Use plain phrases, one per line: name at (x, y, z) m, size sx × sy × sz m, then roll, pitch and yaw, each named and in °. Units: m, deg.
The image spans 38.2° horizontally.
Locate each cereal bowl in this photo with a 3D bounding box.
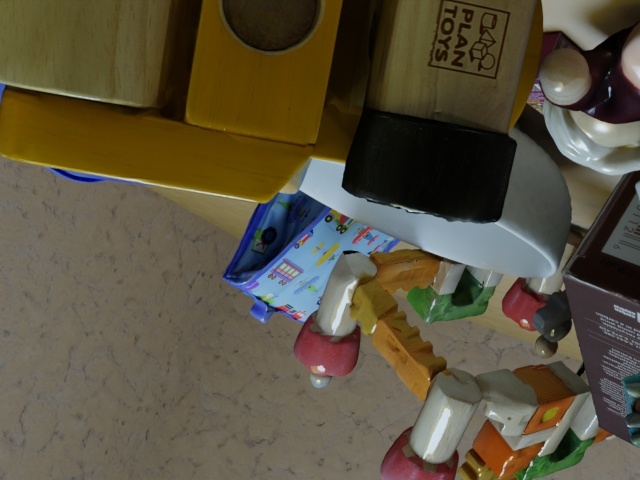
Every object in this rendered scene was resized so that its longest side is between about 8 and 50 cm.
cereal bowl at (0.123, -0.084, 1.019) m, size 0.339 × 0.141 × 0.339 m, roll 24°, pitch 173°, yaw 3°

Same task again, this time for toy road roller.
toy road roller at (-0.026, -0.135, 0.565) m, size 0.329 × 0.203 × 0.240 m, roll 9°, pitch -171°, yaw -9°

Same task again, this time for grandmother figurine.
grandmother figurine at (0.226, -0.115, 0.557) m, size 0.207 × 0.104 × 0.342 m, roll 3°, pitch 172°, yaw -6°

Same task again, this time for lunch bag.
lunch bag at (0.000, 0.000, 1.343) m, size 0.138 × 0.293 × 0.221 m, roll 36°, pitch 180°, yaw 31°

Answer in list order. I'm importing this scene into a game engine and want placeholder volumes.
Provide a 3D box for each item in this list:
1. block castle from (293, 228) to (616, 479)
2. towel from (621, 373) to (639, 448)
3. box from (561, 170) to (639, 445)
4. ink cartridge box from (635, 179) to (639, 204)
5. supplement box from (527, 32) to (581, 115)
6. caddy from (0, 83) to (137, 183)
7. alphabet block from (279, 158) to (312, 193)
block castle at (0.225, 0.157, 1.200) m, size 0.453 × 0.213 × 0.303 m, roll -7°, pitch -139°, yaw -33°
towel at (0.375, 0.050, 0.614) m, size 0.040 × 0.370 × 0.271 m, roll 66°, pitch -168°, yaw 23°
box at (0.353, 0.069, 0.885) m, size 0.143 × 0.191 × 0.381 m, roll 25°, pitch 161°, yaw 33°
ink cartridge box at (0.324, -0.062, 0.526) m, size 0.175 × 0.069 × 0.371 m, roll -12°, pitch 169°, yaw 0°
supplement box at (0.199, -0.135, 0.781) m, size 0.083 × 0.043 × 0.055 m, roll 27°, pitch 172°, yaw -35°
caddy at (-0.257, -0.196, 1.008) m, size 0.179 × 0.241 × 0.341 m, roll 13°, pitch 168°, yaw 34°
alphabet block at (-0.103, -0.179, 0.848) m, size 0.193 × 0.192 × 0.197 m, roll 18°, pitch 172°, yaw 27°
